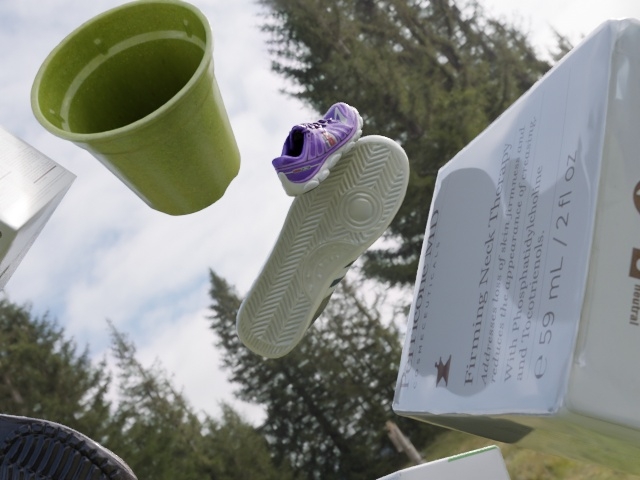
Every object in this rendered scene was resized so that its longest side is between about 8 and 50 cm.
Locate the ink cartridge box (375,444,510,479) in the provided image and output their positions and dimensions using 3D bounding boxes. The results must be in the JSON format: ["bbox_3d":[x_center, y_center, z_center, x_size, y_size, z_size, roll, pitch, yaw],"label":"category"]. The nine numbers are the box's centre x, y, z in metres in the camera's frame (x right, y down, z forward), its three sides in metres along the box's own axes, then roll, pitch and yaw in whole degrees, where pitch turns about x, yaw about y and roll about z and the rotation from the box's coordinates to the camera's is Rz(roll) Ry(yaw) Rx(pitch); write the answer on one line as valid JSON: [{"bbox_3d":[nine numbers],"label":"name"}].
[{"bbox_3d":[0.162,0.448,1.245,0.201,0.117,0.278,-5,-24,-29],"label":"ink cartridge box"}]

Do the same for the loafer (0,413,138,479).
[{"bbox_3d":[-0.380,0.286,0.957,0.130,0.366,0.133,59,-129,-71],"label":"loafer"}]

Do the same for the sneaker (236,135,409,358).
[{"bbox_3d":[0.000,0.000,1.059,0.350,0.131,0.148,-53,0,10],"label":"sneaker"}]

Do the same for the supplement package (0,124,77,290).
[{"bbox_3d":[-0.457,-0.046,0.811,0.199,0.263,0.198,-51,13,17],"label":"supplement package"}]

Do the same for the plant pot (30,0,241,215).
[{"bbox_3d":[-0.247,-0.180,1.130,0.276,0.276,0.254,-33,-36,-6],"label":"plant pot"}]

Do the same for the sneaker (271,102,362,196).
[{"bbox_3d":[-0.004,-0.129,0.935,0.068,0.071,0.170,-9,34,40],"label":"sneaker"}]

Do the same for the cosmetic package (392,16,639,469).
[{"bbox_3d":[0.307,0.054,0.742,0.327,0.329,0.393,15,-16,-8],"label":"cosmetic package"}]
